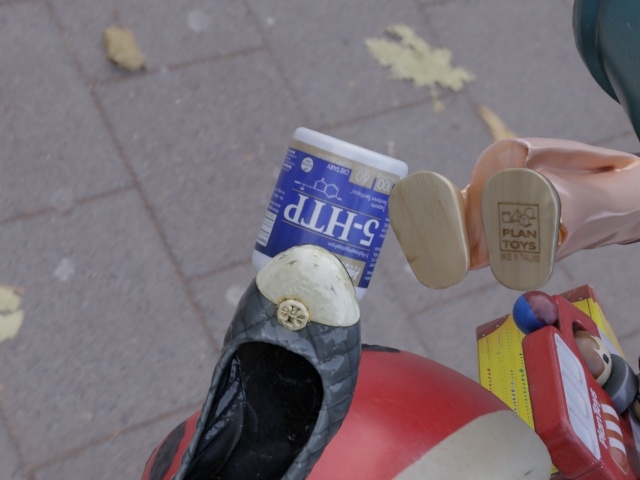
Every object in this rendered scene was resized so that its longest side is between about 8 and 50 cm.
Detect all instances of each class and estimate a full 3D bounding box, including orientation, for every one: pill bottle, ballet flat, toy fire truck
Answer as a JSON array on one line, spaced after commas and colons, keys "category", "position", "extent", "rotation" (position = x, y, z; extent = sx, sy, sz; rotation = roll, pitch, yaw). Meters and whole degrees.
[{"category": "pill bottle", "position": [0.000, 0.000, 1.407], "extent": [0.112, 0.112, 0.187], "rotation": [17, 94, -18]}, {"category": "ballet flat", "position": [-0.026, 0.080, 0.614], "extent": [0.057, 0.173, 0.049], "rotation": [26, 24, 12]}, {"category": "toy fire truck", "position": [0.297, 0.179, 1.668], "extent": [0.254, 0.169, 0.302], "rotation": [50, 24, -30]}]

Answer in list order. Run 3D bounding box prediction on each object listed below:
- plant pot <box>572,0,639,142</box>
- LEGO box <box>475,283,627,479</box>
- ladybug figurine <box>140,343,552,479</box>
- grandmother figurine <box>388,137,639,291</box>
[{"category": "plant pot", "position": [0.334, -0.022, 0.758], "extent": [0.341, 0.341, 0.334], "rotation": [3, 57, -25]}, {"category": "LEGO box", "position": [0.372, 0.341, 2.099], "extent": [0.500, 0.193, 0.372], "rotation": [-78, 144, -68]}, {"category": "ladybug figurine", "position": [-0.001, 0.175, 1.042], "extent": [0.305, 0.449, 0.162], "rotation": [-28, 80, 2]}, {"category": "grandmother figurine", "position": [0.206, -0.033, 1.054], "extent": [0.342, 0.208, 0.104], "rotation": [-14, 109, -52]}]
